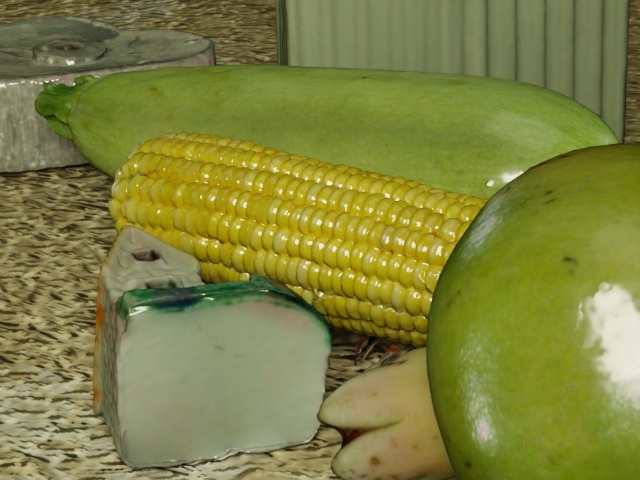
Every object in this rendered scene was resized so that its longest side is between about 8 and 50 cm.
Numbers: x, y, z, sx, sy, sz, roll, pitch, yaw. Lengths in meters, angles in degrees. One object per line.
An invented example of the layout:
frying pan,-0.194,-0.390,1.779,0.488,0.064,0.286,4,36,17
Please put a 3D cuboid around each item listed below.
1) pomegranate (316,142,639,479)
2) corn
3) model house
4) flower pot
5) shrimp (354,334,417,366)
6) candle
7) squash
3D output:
pomegranate,0.102,0.058,0.725,0.210,0.179,0.179,-22,25,0
corn,0.000,0.000,0.902,0.248,0.081,0.081,15,28,34
model house,-0.056,0.043,0.850,0.100,0.088,0.100,-4,24,-17
flower pot,0.077,-0.134,1.129,0.209,0.190,0.239,-3,23,-3
shrimp,0.049,0.045,0.916,0.038,0.029,0.092,20,35,38
candle,-0.169,-0.097,1.206,0.192,0.068,0.168,10,26,31
squash,-0.003,-0.040,1.016,0.370,0.118,0.118,8,24,29
